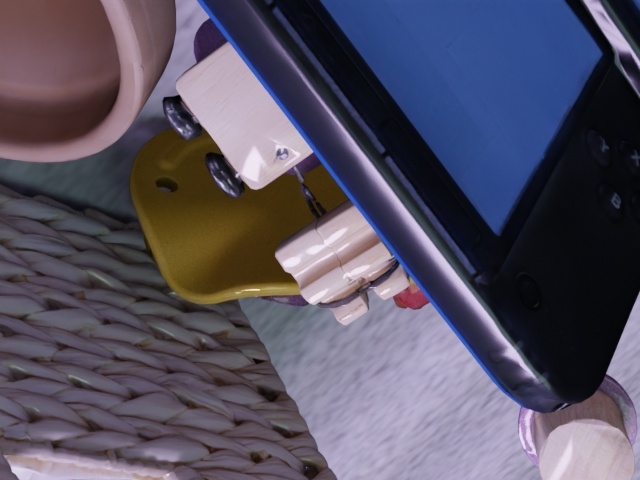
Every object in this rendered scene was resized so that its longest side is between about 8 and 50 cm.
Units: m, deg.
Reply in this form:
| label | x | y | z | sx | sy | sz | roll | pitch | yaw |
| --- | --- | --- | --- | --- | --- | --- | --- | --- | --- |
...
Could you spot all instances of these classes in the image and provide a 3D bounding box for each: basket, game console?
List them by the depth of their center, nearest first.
| label | x | y | z | sx | sy | sz | roll | pitch | yaw |
| --- | --- | --- | --- | --- | --- | --- | --- | --- | --- |
| game console | 0.088 | -0.139 | 0.484 | 0.173 | 0.250 | 0.293 | -26 | 109 | 39 |
| basket | -0.204 | 0.163 | 0.736 | 0.328 | 0.266 | 0.331 | 17 | 121 | -41 |

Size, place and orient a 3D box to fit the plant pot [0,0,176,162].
| label | x | y | z | sx | sy | sz | roll | pitch | yaw |
| --- | --- | --- | --- | --- | --- | --- | --- | --- | --- |
| plant pot | -0.143 | -0.144 | 0.534 | 0.109 | 0.237 | 0.237 | -61 | 148 | -26 |

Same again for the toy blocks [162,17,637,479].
| label | x | y | z | sx | sy | sz | roll | pitch | yaw |
| --- | --- | --- | --- | --- | --- | --- | --- | --- | --- |
| toy blocks | 0.141 | -0.069 | 0.730 | 0.309 | 0.260 | 0.288 | -34 | 100 | 12 |

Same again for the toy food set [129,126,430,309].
| label | x | y | z | sx | sy | sz | roll | pitch | yaw |
| --- | --- | --- | --- | --- | --- | --- | --- | --- | --- |
| toy food set | 0.000 | 0.000 | 0.789 | 0.218 | 0.128 | 0.071 | -3 | 134 | -26 |
